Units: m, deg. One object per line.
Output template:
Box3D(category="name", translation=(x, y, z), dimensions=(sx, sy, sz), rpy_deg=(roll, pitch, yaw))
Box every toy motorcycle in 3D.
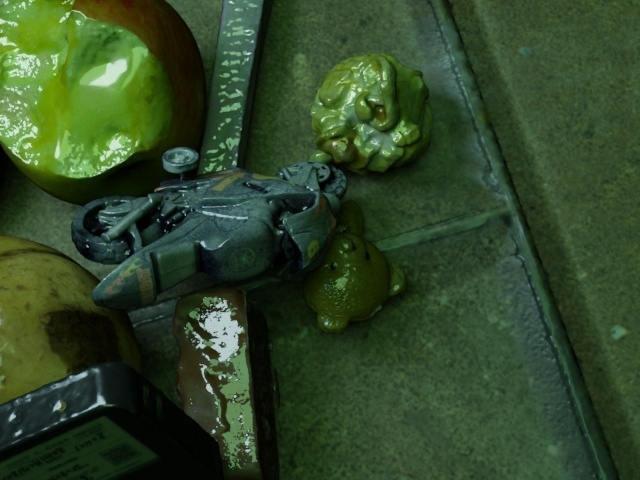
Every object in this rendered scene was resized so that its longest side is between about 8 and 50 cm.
Box3D(category="toy motorcycle", translation=(-0.100, -0.014, 1.151), dimensions=(0.307, 0.108, 0.173), rpy_deg=(-15, 38, -18))

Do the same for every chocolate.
Box3D(category="chocolate", translation=(-0.098, 0.166, 1.175), dimensions=(0.093, 0.148, 0.214), rpy_deg=(-7, 71, 8))

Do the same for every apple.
Box3D(category="apple", translation=(-0.245, -0.158, 1.226), dimensions=(0.246, 0.246, 0.226), rpy_deg=(-12, 73, 1))

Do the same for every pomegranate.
Box3D(category="pomegranate", translation=(-0.322, 0.132, 1.135), dimensions=(0.281, 0.281, 0.281), rpy_deg=(-1, 74, 4))

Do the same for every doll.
Box3D(category="doll", translation=(0.000, 0.000, 1.242), dimensions=(0.137, 0.097, 0.209), rpy_deg=(-30, 66, -21))

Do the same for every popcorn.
Box3D(category="popcorn", translation=(0.058, -0.144, 1.272), dimensions=(0.141, 0.162, 0.135), rpy_deg=(6, 36, -18))

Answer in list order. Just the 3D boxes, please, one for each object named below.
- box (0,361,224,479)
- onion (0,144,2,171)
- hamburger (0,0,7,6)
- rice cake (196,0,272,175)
Box3D(category="box", translation=(-0.280, 0.233, 1.023), dimensions=(0.350, 0.211, 0.058), rpy_deg=(-23, 49, 10))
Box3D(category="onion", translation=(-0.486, -0.115, 1.261), dimensions=(0.246, 0.190, 0.246), rpy_deg=(-2, 81, 10))
Box3D(category="hamburger", translation=(-0.475, -0.367, 1.347), dimensions=(0.302, 0.170, 0.302), rpy_deg=(0, 67, 1))
Box3D(category="rice cake", translation=(-0.100, -0.196, 1.317), dimensions=(0.056, 0.073, 0.365), rpy_deg=(5, 74, 6))
